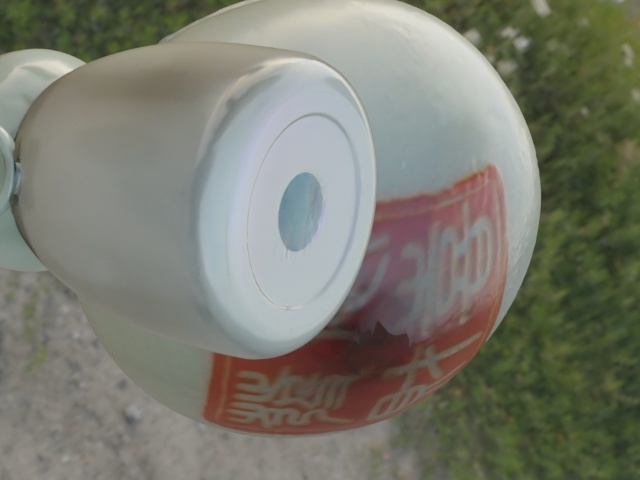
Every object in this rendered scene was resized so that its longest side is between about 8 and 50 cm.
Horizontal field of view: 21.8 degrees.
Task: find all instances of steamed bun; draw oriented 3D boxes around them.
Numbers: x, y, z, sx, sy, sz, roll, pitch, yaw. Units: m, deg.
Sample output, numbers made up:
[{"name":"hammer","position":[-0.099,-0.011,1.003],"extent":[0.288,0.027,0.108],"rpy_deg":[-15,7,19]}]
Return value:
[{"name":"steamed bun","position":[0.000,0.000,1.266],"extent":[0.374,0.374,0.241],"rpy_deg":[28,18,-36]}]

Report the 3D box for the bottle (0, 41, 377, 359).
[{"name":"bottle","position":[-0.103,-0.032,0.835],"extent":[0.147,0.237,0.147],"rpy_deg":[-23,118,-52]}]
